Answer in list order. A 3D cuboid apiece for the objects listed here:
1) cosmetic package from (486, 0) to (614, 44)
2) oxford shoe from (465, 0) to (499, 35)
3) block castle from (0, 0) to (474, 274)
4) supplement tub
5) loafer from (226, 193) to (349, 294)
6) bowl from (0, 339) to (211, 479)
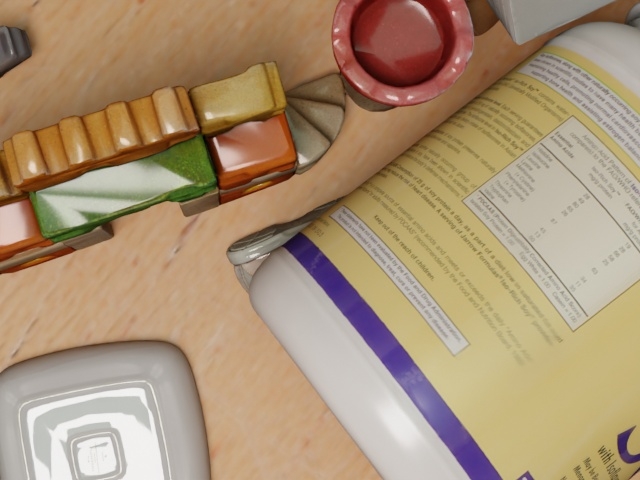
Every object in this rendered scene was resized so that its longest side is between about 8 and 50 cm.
[{"bbox_3d":[0.117,-0.251,0.869,0.127,0.107,0.238,-24,53,0],"label":"cosmetic package"},{"bbox_3d":[0.134,-0.233,0.957,0.076,0.076,0.212,20,70,31],"label":"oxford shoe"},{"bbox_3d":[-0.161,-0.154,0.858,0.453,0.213,0.303,-19,89,-4],"label":"block castle"},{"bbox_3d":[0.150,0.019,0.854,0.331,0.241,0.241,-37,90,-4],"label":"supplement tub"},{"bbox_3d":[0.000,0.000,0.950,0.125,0.045,0.039,-21,106,2],"label":"loafer"},{"bbox_3d":[-0.146,0.140,0.927,0.142,0.053,0.142,-10,87,-4],"label":"bowl"}]
